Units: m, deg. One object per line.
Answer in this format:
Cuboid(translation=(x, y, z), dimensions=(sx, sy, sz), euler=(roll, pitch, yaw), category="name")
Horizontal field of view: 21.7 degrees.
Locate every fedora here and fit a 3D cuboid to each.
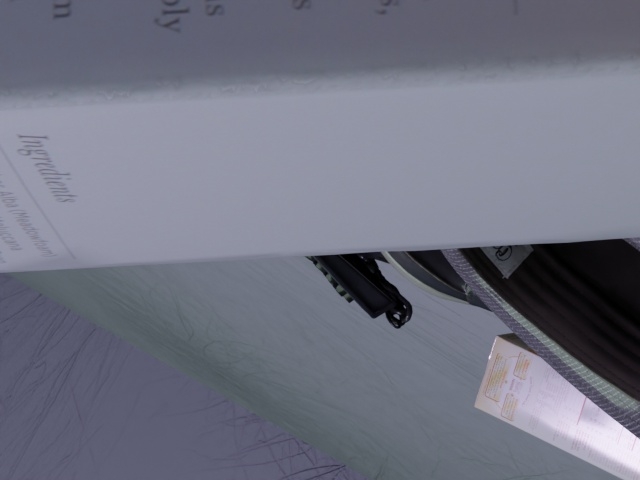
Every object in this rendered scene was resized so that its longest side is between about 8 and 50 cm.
Cuboid(translation=(0.177, 0.003, 0.813), dimensions=(0.275, 0.124, 0.244), euler=(38, 164, 15), category="fedora")

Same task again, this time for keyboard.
Cuboid(translation=(0.000, 0.000, 1.452), dimensions=(0.201, 0.033, 0.317), euler=(40, -175, -22), category="keyboard")

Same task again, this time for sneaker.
Cuboid(translation=(0.153, 0.012, 1.280), dimensions=(0.222, 0.083, 0.118), euler=(25, 162, -5), category="sneaker")

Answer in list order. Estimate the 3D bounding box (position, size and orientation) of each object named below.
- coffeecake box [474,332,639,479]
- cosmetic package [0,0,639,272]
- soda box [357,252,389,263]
Cuboid(translation=(0.244, 0.135, 1.356), dimensions=(0.185, 0.068, 0.142), euler=(24, -164, 33), category="coffeecake box")
Cuboid(translation=(-0.055, -0.120, 0.535), dimensions=(0.453, 0.230, 0.161), euler=(-2, 162, 3), category="cosmetic package")
Cuboid(translation=(0.004, -0.071, 1.318), dimensions=(0.216, 0.074, 0.069), euler=(43, 164, -34), category="soda box")
